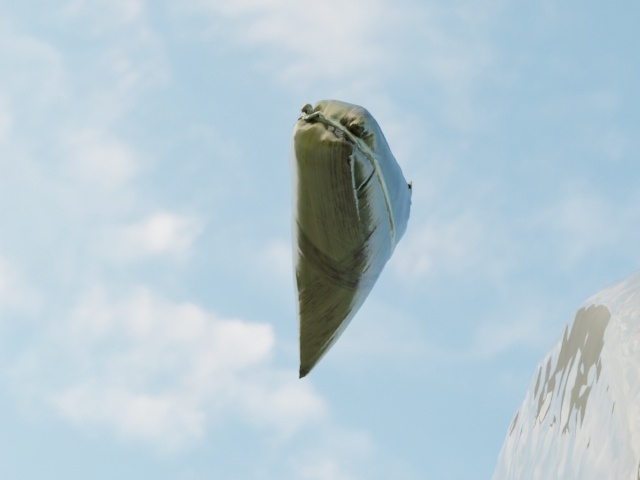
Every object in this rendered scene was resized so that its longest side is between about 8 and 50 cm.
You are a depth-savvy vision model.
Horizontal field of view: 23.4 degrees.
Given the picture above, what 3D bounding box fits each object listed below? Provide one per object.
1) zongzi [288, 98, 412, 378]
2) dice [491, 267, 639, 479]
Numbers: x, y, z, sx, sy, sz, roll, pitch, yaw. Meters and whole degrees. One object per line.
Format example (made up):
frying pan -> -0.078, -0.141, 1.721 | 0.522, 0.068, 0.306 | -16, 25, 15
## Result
zongzi -> 0.000, 0.000, 0.730 | 0.052, 0.113, 0.104 | 19, -15, 26
dice -> 0.159, 0.169, 0.426 | 0.243, 0.259, 0.251 | 15, -36, 1
